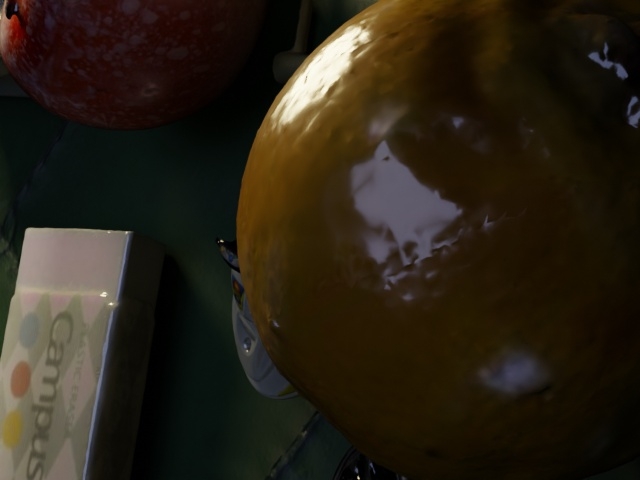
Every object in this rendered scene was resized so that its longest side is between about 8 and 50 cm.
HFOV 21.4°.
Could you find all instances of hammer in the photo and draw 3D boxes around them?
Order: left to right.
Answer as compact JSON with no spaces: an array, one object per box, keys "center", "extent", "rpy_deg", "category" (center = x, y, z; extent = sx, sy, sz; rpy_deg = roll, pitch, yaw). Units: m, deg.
[{"center":[-0.002,-0.229,1.446],"extent":[0.060,0.028,0.195],"rpy_deg":[-4,74,42],"category":"hammer"}]

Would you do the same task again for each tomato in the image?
[{"center":[-0.156,-0.222,1.463],"extent":[0.270,0.227,0.270],"rpy_deg":[-163,90,-73],"category":"tomato"}]

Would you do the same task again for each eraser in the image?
[{"center":[-0.238,0.189,1.539],"extent":[0.213,0.082,0.397],"rpy_deg":[0,79,48],"category":"eraser"}]

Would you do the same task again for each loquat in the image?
[{"center":[0.112,-0.008,1.026],"extent":[0.328,0.328,0.328],"rpy_deg":[-17,66,44],"category":"loquat"}]

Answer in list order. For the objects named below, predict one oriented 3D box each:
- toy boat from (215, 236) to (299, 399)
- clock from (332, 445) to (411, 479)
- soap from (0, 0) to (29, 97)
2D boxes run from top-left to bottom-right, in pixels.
[{"center":[0.007,-0.003,1.291],"extent":[0.269,0.141,0.141],"rpy_deg":[-49,46,8],"category":"toy boat"},{"center":[0.021,0.347,1.183],"extent":[0.379,0.120,0.276],"rpy_deg":[-63,33,20],"category":"clock"},{"center":[-0.322,-0.279,1.715],"extent":[0.302,0.159,0.258],"rpy_deg":[7,87,47],"category":"soap"}]
